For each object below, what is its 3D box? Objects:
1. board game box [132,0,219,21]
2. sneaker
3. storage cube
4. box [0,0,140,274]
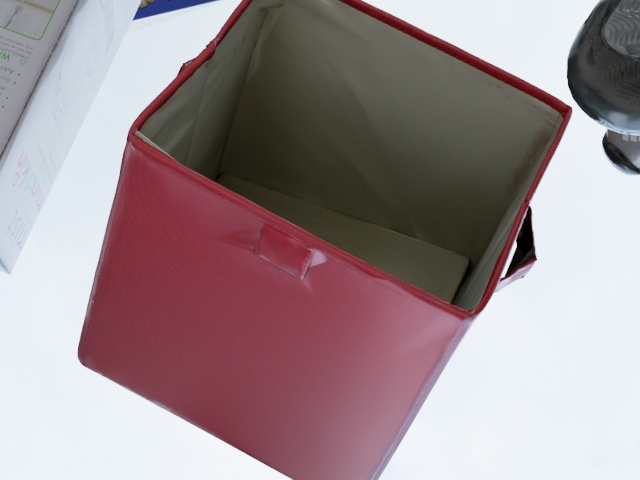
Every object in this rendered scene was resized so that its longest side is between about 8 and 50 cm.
[{"bbox_3d":[-0.310,-0.298,1.647,0.233,0.347,0.078,-10,-79,40],"label":"board game box"},{"bbox_3d":[0.169,-0.066,0.613,0.229,0.132,0.086,-23,-109,-41],"label":"sneaker"},{"bbox_3d":[0.000,0.000,0.713,0.215,0.193,0.183,28,-133,4],"label":"storage cube"},{"bbox_3d":[-0.280,-0.137,0.815,0.262,0.127,0.231,19,-108,4],"label":"box"}]
